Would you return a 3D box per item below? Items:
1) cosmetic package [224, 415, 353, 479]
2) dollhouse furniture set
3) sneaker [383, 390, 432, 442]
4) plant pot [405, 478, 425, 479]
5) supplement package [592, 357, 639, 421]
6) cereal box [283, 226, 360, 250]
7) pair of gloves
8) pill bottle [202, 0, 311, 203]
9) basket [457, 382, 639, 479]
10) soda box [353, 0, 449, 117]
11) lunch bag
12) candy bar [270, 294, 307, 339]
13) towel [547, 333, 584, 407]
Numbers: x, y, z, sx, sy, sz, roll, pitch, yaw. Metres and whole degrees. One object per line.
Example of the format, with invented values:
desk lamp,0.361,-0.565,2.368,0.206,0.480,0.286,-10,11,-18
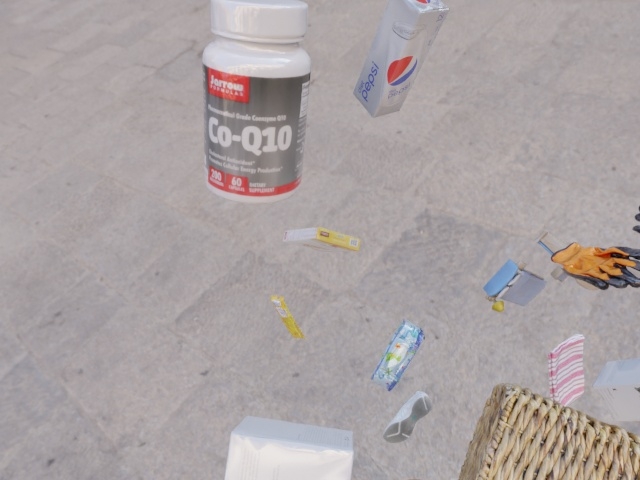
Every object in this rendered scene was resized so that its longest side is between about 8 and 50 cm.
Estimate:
cosmetic package,-0.061,0.470,0.922,0.225,0.138,0.224,7,84,4
dollhouse furniture set,0.755,0.170,1.632,0.303,0.286,0.198,-53,36,22
sneaker,0.212,0.431,1.201,0.152,0.054,0.061,-46,4,3
plant pot,0.275,0.819,1.386,0.291,0.203,0.291,-7,33,5
supplement package,0.750,0.340,1.129,0.105,0.105,0.179,-33,0,-35
cereal box,0.000,0.000,1.689,0.240,0.173,0.047,-5,72,60
pair of gloves,0.181,0.000,0.281,0.083,0.010,0.074,-29,10,7
pill bottle,-0.099,-0.214,0.755,0.161,0.283,0.161,5,31,-3
basket,0.322,0.392,0.727,0.223,0.213,0.299,21,77,16
soda box,0.175,-0.425,1.131,0.091,0.286,0.098,-22,66,-29
lunch bag,0.246,0.357,1.560,0.090,0.176,0.219,30,91,9
candy bar,-0.077,0.189,1.184,0.040,0.161,0.018,3,44,33
towel,0.679,0.369,1.354,0.144,0.197,0.029,-18,16,-31
